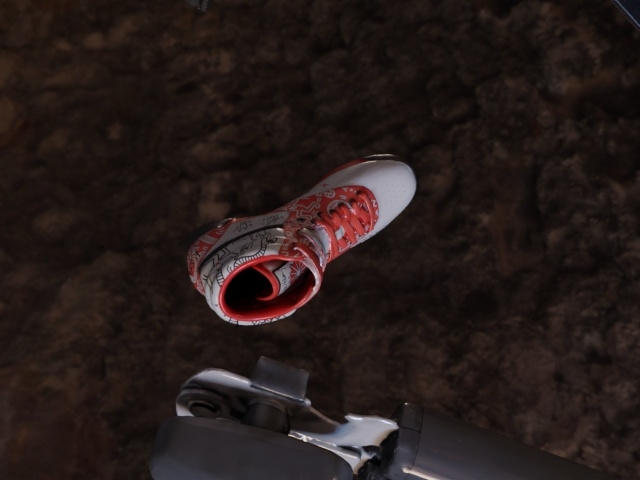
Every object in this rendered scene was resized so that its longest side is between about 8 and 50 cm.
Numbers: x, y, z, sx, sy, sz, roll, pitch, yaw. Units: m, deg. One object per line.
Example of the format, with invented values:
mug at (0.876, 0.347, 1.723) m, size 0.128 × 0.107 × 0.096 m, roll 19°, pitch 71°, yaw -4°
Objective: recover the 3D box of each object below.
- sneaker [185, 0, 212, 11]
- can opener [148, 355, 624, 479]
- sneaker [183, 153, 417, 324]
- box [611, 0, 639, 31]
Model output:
sneaker at (-0.133, -0.340, 0.727) m, size 0.330 × 0.146 × 0.122 m, roll 102°, pitch 4°, yaw -62°
can opener at (0.047, 0.145, 0.466) m, size 0.076 × 0.283 × 0.095 m, roll 116°, pitch -7°, yaw -49°
sneaker at (0.000, 0.001, 0.864) m, size 0.270 × 0.090 × 0.145 m, roll -21°, pitch -154°, yaw -10°
box at (0.318, -0.251, 0.726) m, size 0.153 × 0.108 × 0.207 m, roll -42°, pitch 173°, yaw 25°
